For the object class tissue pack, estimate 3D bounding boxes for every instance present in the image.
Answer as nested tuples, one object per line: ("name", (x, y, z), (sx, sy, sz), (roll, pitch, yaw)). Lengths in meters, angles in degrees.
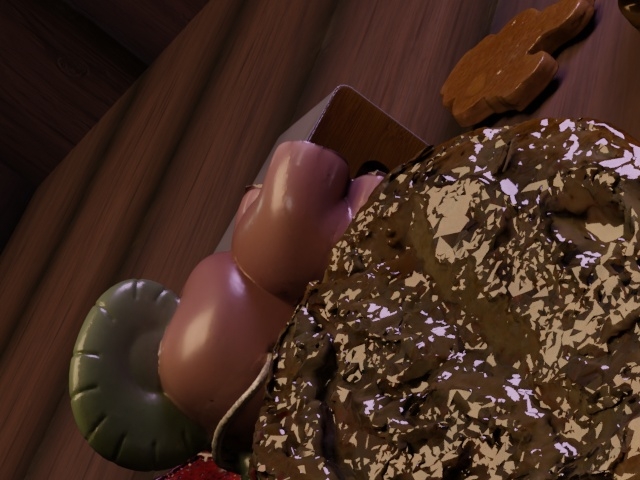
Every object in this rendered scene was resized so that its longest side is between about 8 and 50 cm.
("tissue pack", (0.001, 0.001, 1.828), (0.136, 0.159, 0.246), (-31, 27, 58))

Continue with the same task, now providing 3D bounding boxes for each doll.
("doll", (-0.042, 0.085, 1.496), (0.216, 0.284, 0.268), (127, 165, -63))

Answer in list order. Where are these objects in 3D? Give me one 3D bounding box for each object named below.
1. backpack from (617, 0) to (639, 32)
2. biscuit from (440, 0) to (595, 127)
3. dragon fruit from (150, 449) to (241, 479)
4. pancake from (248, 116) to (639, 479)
("backpack", (0.318, -0.352, 1.578), (0.353, 0.201, 0.378), (-42, 21, 23))
("biscuit", (0.190, -0.176, 1.888), (0.144, 0.040, 0.236), (-51, 12, -17))
("dragon fruit", (-0.121, 0.270, 1.757), (0.147, 0.096, 0.102), (-25, 22, -12))
("pancake", (0.110, 0.082, 1.285), (0.382, 0.071, 0.382), (-24, 44, 26))
